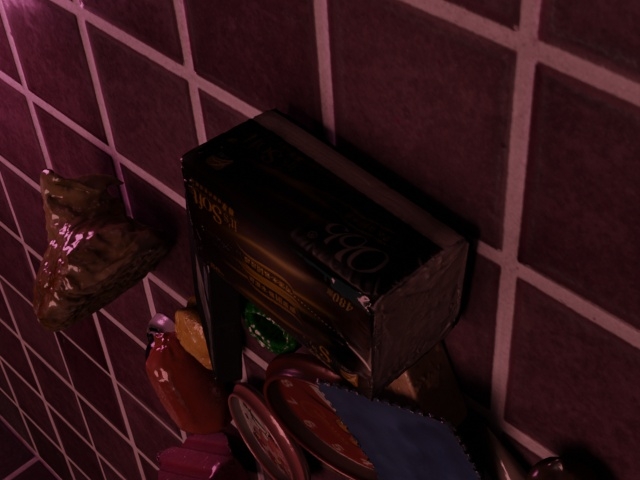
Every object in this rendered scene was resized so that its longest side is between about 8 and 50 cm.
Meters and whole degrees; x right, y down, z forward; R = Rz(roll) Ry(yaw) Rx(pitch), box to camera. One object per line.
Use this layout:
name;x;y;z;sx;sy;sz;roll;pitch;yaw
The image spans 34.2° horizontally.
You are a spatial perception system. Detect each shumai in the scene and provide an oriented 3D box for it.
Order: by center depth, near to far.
shumai;-0.474;0.002;1.994;0.314;0.267;0.262;-41;81;20

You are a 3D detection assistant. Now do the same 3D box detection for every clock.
clock;0.045;0.293;1.713;0.318;0.080;0.318;28;149;19
clock;-0.099;0.387;2.064;0.244;0.056;0.244;46;156;28

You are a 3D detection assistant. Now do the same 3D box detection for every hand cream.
hand cream;0.278;0.346;1.486;0.186;0.054;0.087;53;156;17

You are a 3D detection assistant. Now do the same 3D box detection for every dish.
dish;-0.346;0.236;2.260;0.141;0.078;0.141;36;146;30

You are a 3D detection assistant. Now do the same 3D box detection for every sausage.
sausage;-0.269;0.296;2.155;0.148;0.148;0.254;2;119;55

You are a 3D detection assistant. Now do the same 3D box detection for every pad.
pad;0.136;0.316;1.538;0.269;0.012;0.270;12;142;43

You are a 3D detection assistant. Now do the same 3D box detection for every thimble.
thimble;-0.061;0.125;1.710;0.118;0.090;0.130;54;152;-3

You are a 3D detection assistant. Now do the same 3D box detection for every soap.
soap;-0.274;0.526;2.355;0.289;0.182;0.112;-5;118;51

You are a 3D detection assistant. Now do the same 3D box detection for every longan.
longan;0.317;0.327;1.356;0.113;0.092;0.113;39;148;30

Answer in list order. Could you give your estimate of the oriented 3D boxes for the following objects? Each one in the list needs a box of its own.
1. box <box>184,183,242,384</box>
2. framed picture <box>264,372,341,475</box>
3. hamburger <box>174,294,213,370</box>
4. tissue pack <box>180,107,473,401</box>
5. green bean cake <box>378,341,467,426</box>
box;-0.182;0.072;1.779;0.350;0.058;0.211;92;162;-48
framed picture;-0.032;0.350;1.983;0.136;0.010;0.201;13;131;50
hamburger;-0.218;0.180;2.009;0.147;0.083;0.138;38;143;24
tissue pack;0.000;0.000;1.377;0.370;0.198;0.210;36;150;31
green bean cake;0.130;0.197;1.507;0.109;0.085;0.179;8;126;52
